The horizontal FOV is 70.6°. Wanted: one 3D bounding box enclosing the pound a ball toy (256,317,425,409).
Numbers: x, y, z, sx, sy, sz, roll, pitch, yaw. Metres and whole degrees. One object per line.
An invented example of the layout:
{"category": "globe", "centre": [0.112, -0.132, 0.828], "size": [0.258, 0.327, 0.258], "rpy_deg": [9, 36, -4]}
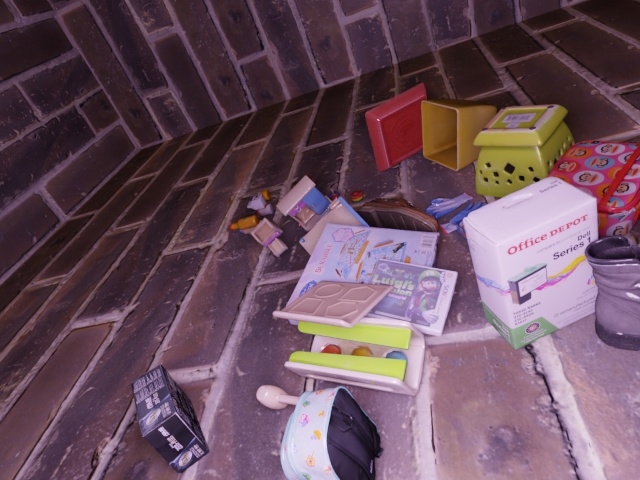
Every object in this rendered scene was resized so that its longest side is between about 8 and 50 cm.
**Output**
{"category": "pound a ball toy", "centre": [0.045, 0.277, 0.957], "size": [0.319, 0.136, 0.208], "rpy_deg": [-3, 60, 33]}

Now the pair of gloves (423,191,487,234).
{"category": "pair of gloves", "centre": [0.401, -0.089, 1.348], "size": [0.159, 0.023, 0.198], "rpy_deg": [-25, 32, -3]}

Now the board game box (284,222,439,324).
{"category": "board game box", "centre": [0.116, 0.094, 1.141], "size": [0.317, 0.066, 0.319], "rpy_deg": [7, 45, 22]}

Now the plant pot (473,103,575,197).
{"category": "plant pot", "centre": [0.589, -0.266, 1.315], "size": [0.228, 0.207, 0.227], "rpy_deg": [13, 47, 46]}

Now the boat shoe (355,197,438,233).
{"category": "boat shoe", "centre": [0.238, -0.082, 1.358], "size": [0.104, 0.111, 0.307], "rpy_deg": [-41, 35, -24]}

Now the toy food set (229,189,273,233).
{"category": "toy food set", "centre": [-0.252, -0.095, 1.699], "size": [0.104, 0.111, 0.232], "rpy_deg": [-13, 35, 16]}

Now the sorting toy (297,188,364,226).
{"category": "sorting toy", "centre": [0.014, -0.142, 1.660], "size": [0.274, 0.046, 0.132], "rpy_deg": [-23, 31, 1]}

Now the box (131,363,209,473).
{"category": "box", "centre": [-0.332, 0.387, 0.992], "size": [0.077, 0.147, 0.180], "rpy_deg": [-32, 33, -15]}

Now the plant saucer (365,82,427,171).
{"category": "plant saucer", "centre": [0.308, -0.405, 1.666], "size": [0.258, 0.259, 0.048], "rpy_deg": [-30, 41, -10]}

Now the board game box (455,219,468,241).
{"category": "board game box", "centre": [0.448, -0.025, 1.167], "size": [0.136, 0.035, 0.201], "rpy_deg": [-21, 18, 4]}

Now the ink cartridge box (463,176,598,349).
{"category": "ink cartridge box", "centre": [0.419, 0.047, 0.885], "size": [0.201, 0.278, 0.117], "rpy_deg": [-25, 31, -1]}

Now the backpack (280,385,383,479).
{"category": "backpack", "centre": [0.014, 0.351, 0.779], "size": [0.144, 0.188, 0.166], "rpy_deg": [-8, 35, 24]}

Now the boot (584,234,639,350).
{"category": "boot", "centre": [0.629, 0.090, 0.734], "size": [0.338, 0.223, 0.118], "rpy_deg": [-4, 36, 29]}

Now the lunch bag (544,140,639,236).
{"category": "lunch bag", "centre": [0.714, -0.131, 1.126], "size": [0.258, 0.120, 0.293], "rpy_deg": [19, 53, 43]}

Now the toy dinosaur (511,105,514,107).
{"category": "toy dinosaur", "centre": [0.713, -0.452, 1.661], "size": [0.183, 0.053, 0.093], "rpy_deg": [-10, 35, 21]}

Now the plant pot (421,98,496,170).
{"category": "plant pot", "centre": [0.494, -0.391, 1.585], "size": [0.187, 0.212, 0.212], "rpy_deg": [-18, 29, -14]}

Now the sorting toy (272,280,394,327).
{"category": "sorting toy", "centre": [0.032, 0.137, 0.967], "size": [0.193, 0.038, 0.208], "rpy_deg": [1, 16, 37]}

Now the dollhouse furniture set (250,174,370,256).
{"category": "dollhouse furniture set", "centre": [0.000, 0.000, 1.440], "size": [0.286, 0.198, 0.303], "rpy_deg": [-45, 64, 4]}

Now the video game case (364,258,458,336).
{"category": "video game case", "centre": [0.197, 0.121, 1.021], "size": [0.190, 0.022, 0.173], "rpy_deg": [9, 47, 24]}
